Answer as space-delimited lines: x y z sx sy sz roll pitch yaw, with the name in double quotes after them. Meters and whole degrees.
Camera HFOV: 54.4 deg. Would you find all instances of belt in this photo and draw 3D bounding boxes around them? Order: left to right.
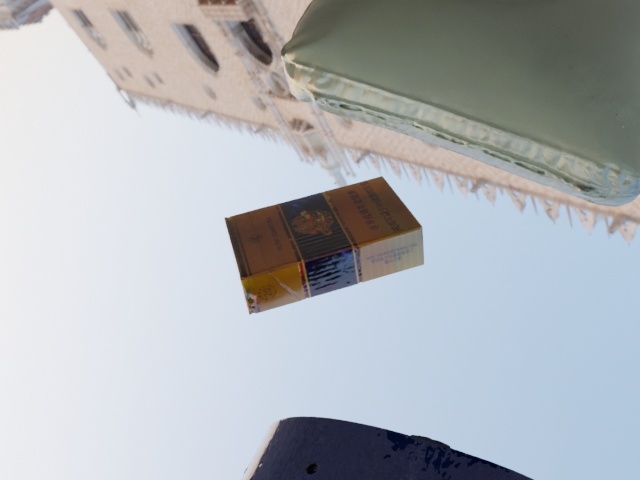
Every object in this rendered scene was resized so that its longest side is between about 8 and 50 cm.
0.079 0.287 0.585 0.346 0.212 0.117 9 -138 23 "belt"

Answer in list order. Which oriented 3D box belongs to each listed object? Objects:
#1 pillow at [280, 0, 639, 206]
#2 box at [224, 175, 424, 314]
0.152 -0.185 0.559 0.322 0.120 0.255 21 -114 11 "pillow"
0.000 -0.001 0.831 0.237 0.070 0.152 -17 -145 -7 "box"
